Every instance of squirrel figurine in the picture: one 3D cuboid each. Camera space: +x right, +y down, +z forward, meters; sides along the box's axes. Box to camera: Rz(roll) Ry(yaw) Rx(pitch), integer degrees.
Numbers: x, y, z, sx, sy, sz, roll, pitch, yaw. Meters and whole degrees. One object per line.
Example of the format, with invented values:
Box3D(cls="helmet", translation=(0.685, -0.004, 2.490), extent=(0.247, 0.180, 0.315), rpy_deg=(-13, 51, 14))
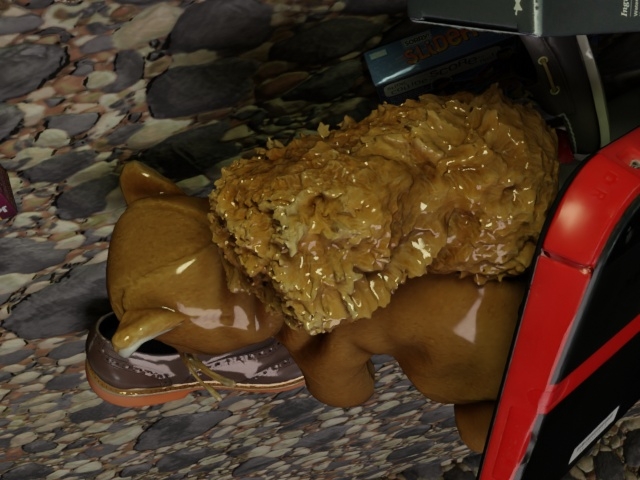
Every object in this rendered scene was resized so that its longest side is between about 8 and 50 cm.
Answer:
Box3D(cls="squirrel figurine", translation=(0.000, 0.000, 1.142), extent=(0.371, 0.281, 0.397), rpy_deg=(4, 156, -3))

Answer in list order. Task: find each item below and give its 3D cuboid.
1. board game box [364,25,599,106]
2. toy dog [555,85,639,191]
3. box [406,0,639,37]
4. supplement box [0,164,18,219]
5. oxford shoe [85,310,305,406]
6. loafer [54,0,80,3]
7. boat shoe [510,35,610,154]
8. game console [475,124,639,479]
Box3D(cls="board game box", translation=(0.146, -0.158, 1.179), extent=(0.201, 0.035, 0.136), rpy_deg=(-19, 161, 3))
Box3D(cls="toy dog", translation=(0.319, -0.068, 1.383), extent=(0.334, 0.161, 0.220), rpy_deg=(-33, 156, 35))
Box3D(cls="box", translation=(0.182, -0.199, 0.895), extent=(0.207, 0.108, 0.153), rpy_deg=(-8, -164, -28))
Box3D(cls="supplement box", translation=(-0.288, -0.045, 1.088), extent=(0.055, 0.043, 0.083), rpy_deg=(-19, 161, -1))
Box3D(cls="oxford shoe", translation=(-0.089, 0.101, 1.542), extent=(0.364, 0.130, 0.132), rpy_deg=(-14, 152, -15))
Box3D(cls="loafer", translation=(-0.023, -0.217, 0.728), extent=(0.366, 0.130, 0.134), rpy_deg=(-24, 160, 15))
Box3D(cls="boat shoe", translation=(0.185, -0.152, 1.081), extent=(0.069, 0.081, 0.227), rpy_deg=(-17, 133, 9))
Box3D(cls="game console", translation=(0.261, 0.049, 1.171), extent=(0.386, 0.060, 0.342), rpy_deg=(-27, 139, -50))
